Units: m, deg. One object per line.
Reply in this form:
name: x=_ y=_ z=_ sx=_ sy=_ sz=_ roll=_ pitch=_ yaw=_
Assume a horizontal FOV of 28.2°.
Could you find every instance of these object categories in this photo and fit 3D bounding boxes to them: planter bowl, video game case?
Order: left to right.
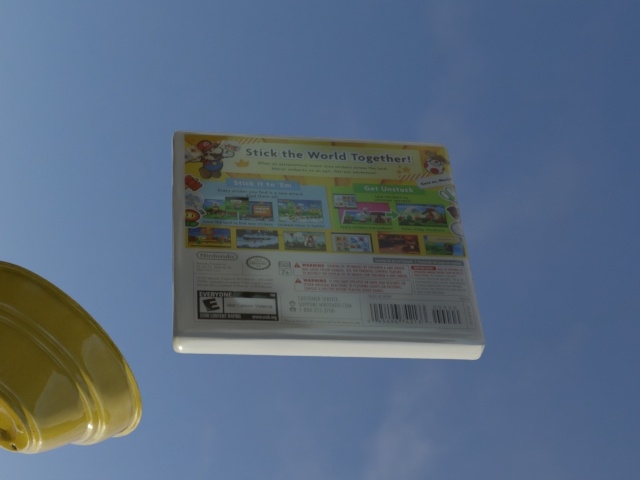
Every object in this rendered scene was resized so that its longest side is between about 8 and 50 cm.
planter bowl: x=-0.277 y=0.129 z=1.170 sx=0.217 sy=0.090 sz=0.217 roll=24 pitch=-41 yaw=23
video game case: x=0.000 y=0.000 z=0.974 sx=0.026 sy=0.227 sz=0.206 roll=102 pitch=-14 yaw=-49
